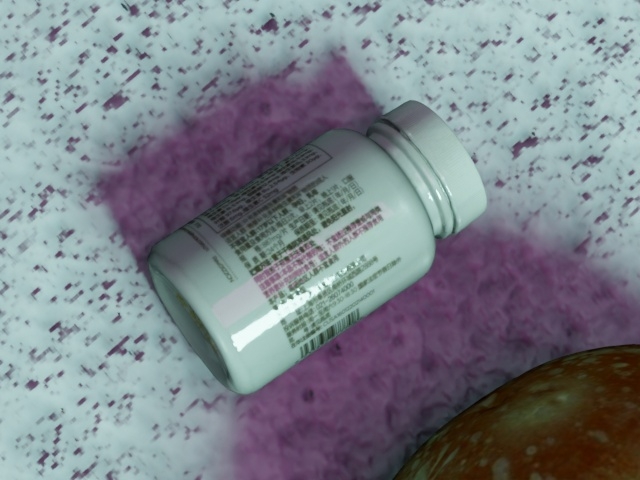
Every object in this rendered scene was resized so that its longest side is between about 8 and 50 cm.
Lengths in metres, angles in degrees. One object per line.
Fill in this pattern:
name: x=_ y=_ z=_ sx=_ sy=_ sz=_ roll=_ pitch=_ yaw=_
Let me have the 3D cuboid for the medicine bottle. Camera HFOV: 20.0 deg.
medicine bottle: x=0.000 y=0.000 z=0.800 sx=0.140 sy=0.079 sz=0.079 roll=-34 pitch=99 yaw=-14

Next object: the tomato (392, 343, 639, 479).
tomato: x=0.145 y=0.182 z=0.772 sx=0.270 sy=0.222 sz=0.270 roll=0 pitch=90 yaw=-13
